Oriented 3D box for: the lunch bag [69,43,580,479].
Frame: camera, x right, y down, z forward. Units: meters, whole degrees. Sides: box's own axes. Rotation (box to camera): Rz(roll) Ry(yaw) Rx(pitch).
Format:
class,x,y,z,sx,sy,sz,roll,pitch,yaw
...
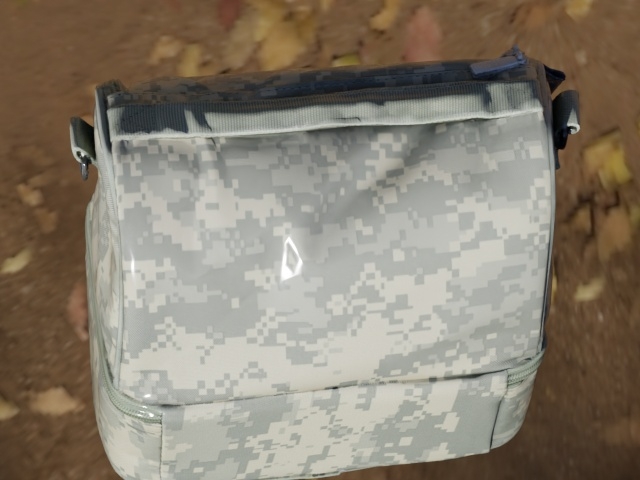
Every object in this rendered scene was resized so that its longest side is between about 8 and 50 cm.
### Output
class,x,y,z,sx,sy,sz,roll,pitch,yaw
lunch bag,0.000,0.000,1.193,0.305,0.212,0.256,-4,142,-7
